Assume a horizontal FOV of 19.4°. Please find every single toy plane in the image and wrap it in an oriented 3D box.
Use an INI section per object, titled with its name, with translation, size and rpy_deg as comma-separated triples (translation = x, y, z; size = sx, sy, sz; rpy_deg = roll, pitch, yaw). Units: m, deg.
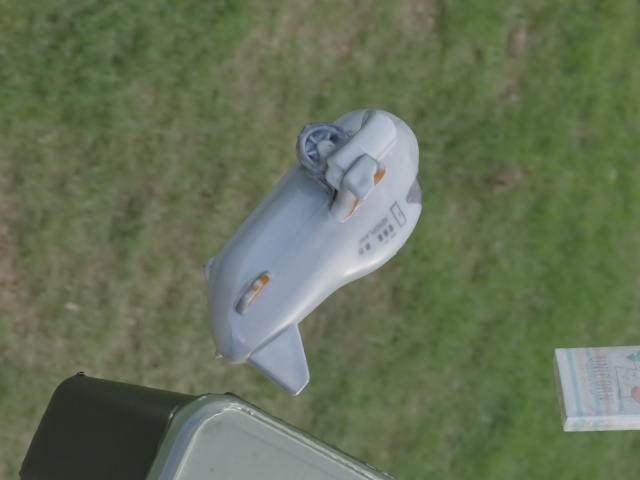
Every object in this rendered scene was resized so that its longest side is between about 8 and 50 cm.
[toy plane]
translation = 0.000, 0.000, 1.411
size = 0.245, 0.117, 0.245
rpy_deg = -53, 175, -7

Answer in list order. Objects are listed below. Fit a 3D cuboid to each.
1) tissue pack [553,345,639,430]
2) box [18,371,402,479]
[tissue pack]
translation = 0.204, 0.094, 1.195
size = 0.023, 0.108, 0.056
rpy_deg = 94, -5, -53
[box]
translation = -0.060, 0.188, 1.297
size = 0.274, 0.178, 0.138
rpy_deg = 35, 74, -38
